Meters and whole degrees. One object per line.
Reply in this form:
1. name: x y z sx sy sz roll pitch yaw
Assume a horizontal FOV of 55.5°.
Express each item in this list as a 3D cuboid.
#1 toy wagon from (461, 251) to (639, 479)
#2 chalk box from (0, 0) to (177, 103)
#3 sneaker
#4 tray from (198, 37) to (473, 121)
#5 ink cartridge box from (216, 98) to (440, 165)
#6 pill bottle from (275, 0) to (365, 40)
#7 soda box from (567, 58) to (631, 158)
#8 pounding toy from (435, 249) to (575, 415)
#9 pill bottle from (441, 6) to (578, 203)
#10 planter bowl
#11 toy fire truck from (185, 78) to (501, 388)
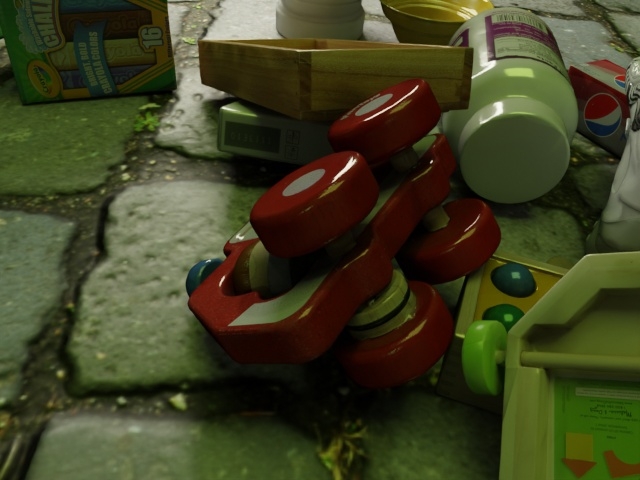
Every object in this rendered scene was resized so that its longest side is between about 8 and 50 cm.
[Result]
1. toy wagon: 0.214 0.176 0.365 0.267 0.068 0.344 -5 72 39
2. chalk box: -0.377 -0.327 0.901 0.289 0.179 0.180 -10 42 -18
3. sneaker: 0.391 -0.081 0.698 0.137 0.210 0.366 19 30 14
4. tray: -0.011 -0.222 0.795 0.202 0.076 0.411 -8 22 -22
5. ink cartridge box: 0.023 -0.152 0.840 0.275 0.060 0.239 10 20 5
6. pill bottle: 0.012 -0.548 1.068 0.210 0.363 0.210 4 40 -3
7. soda box: 0.474 -0.170 0.888 0.083 0.092 0.263 -15 44 -25
8. pounding toy: 0.224 0.067 0.574 0.181 0.094 0.206 16 41 12
9. pill bottle: 0.250 -0.185 0.820 0.169 0.169 0.301 10 41 5
10. planter bowl: 0.206 -0.406 1.137 0.217 0.090 0.217 3 41 -3
11. toy fire truck: 0.000 0.000 0.566 0.254 0.169 0.302 -12 29 44
